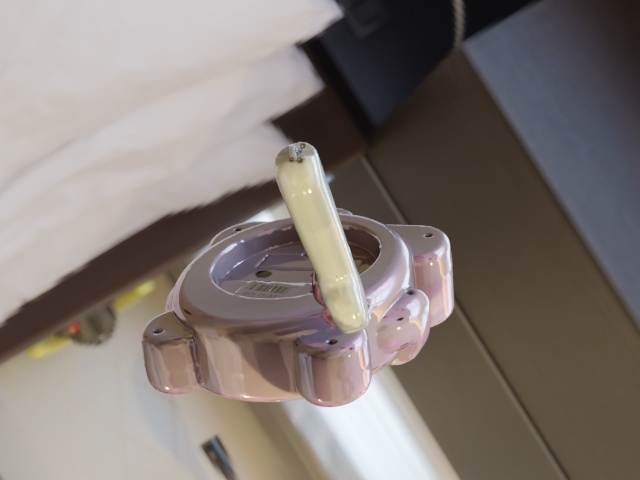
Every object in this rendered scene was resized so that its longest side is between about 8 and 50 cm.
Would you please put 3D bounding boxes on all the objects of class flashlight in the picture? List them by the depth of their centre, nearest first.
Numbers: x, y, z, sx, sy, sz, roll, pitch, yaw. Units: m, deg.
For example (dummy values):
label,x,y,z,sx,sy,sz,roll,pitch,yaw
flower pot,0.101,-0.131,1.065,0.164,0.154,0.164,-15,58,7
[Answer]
label,x,y,z,sx,sy,sz,roll,pitch,yaw
flashlight,0.000,0.000,1.209,0.048,0.200,0.093,-17,-145,4

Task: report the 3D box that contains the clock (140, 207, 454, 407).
label,x,y,z,sx,sy,sz,roll,pitch,yaw
clock,-0.025,0.072,1.440,0.296,0.113,0.322,2,-157,21
